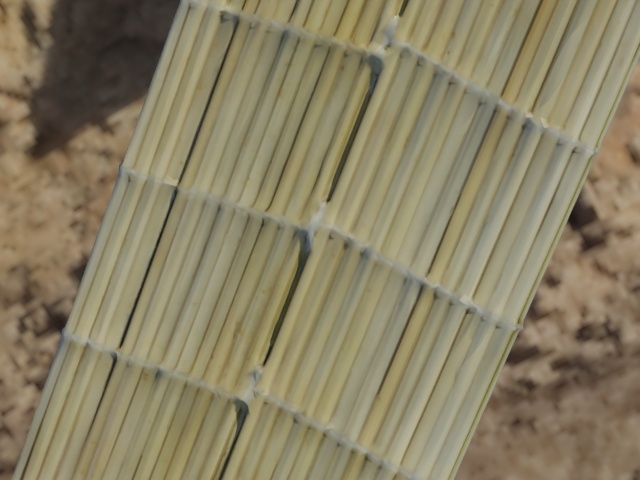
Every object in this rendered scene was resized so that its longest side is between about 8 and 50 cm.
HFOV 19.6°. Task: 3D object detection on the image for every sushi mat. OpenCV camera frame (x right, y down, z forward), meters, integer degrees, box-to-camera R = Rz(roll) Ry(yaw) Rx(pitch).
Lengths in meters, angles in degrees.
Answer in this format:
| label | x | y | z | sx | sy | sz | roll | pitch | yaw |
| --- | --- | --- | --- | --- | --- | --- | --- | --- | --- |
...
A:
| label | x | y | z | sx | sy | sz | roll | pitch | yaw |
| --- | --- | --- | --- | --- | --- | --- | --- | --- | --- |
| sushi mat | 0.000 | 0.000 | 0.640 | 0.316 | 0.151 | 0.019 | -68 | -10 | 16 |
